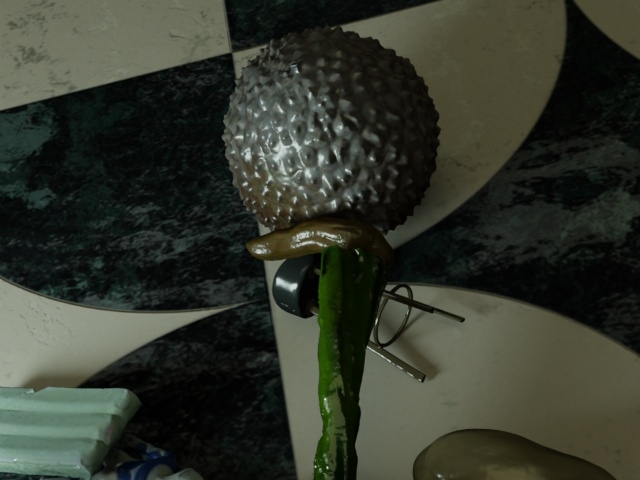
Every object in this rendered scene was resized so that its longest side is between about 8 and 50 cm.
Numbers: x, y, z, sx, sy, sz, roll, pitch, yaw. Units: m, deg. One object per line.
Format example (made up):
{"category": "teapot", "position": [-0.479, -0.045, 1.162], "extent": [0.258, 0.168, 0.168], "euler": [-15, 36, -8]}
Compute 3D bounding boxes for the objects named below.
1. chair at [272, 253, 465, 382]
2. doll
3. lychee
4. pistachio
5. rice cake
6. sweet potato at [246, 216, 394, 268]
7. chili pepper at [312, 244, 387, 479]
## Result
{"category": "chair", "position": [0.057, 0.076, 1.775], "extent": [0.221, 0.104, 0.095], "euler": [21, 29, 25]}
{"category": "doll", "position": [-0.213, 0.278, 1.685], "extent": [0.227, 0.057, 0.114], "euler": [7, 44, 32]}
{"category": "lychee", "position": [0.003, -0.132, 1.852], "extent": [0.300, 0.300, 0.300], "euler": [-8, 47, 8]}
{"category": "pistachio", "position": [0.205, 0.263, 1.540], "extent": [0.226, 0.136, 0.136], "euler": [9, 51, 15]}
{"category": "rice cake", "position": [-0.326, 0.224, 1.739], "extent": [0.237, 0.043, 0.127], "euler": [0, 46, 35]}
{"category": "sweet potato", "position": [0.000, -0.001, 1.746], "extent": [0.182, 0.054, 0.053], "euler": [1, 51, 13]}
{"category": "chili pepper", "position": [0.012, 0.163, 1.609], "extent": [0.085, 0.076, 0.359], "euler": [22, 57, -14]}
